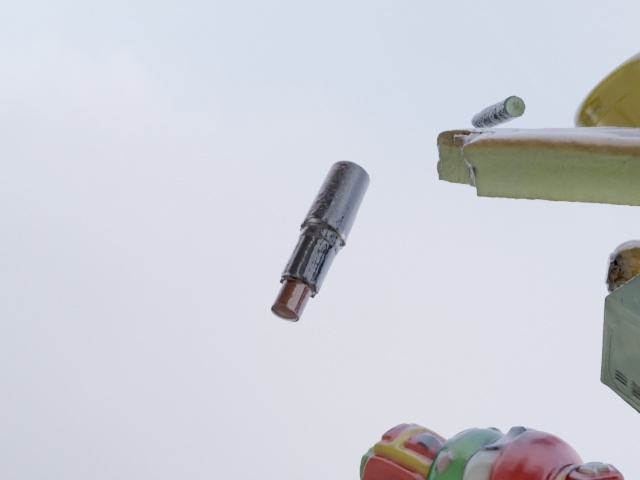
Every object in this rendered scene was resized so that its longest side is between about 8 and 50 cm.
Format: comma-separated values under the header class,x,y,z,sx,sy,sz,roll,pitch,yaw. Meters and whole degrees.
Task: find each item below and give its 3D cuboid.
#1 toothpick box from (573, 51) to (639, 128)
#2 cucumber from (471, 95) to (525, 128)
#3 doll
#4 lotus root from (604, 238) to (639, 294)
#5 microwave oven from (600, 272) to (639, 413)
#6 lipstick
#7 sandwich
class,x,y,z,sx,sy,sz,roll,pitch,yaw
toothpick box,0.500,-0.122,1.146,0.271,0.175,0.175,56,-45,18
cucumber,0.243,-0.174,1.150,0.032,0.032,0.133,56,-11,-5
doll,0.206,0.290,0.908,0.363,0.182,0.160,-10,-91,46
lotus root,0.543,0.068,1.266,0.220,0.118,0.125,15,-64,-1
microwave oven,0.361,0.073,0.691,0.162,0.208,0.123,44,-23,45
lipstick,0.000,0.000,1.317,0.081,0.300,0.081,18,-30,11
sandwich,0.210,-0.076,0.737,0.211,0.245,0.063,4,-81,8
